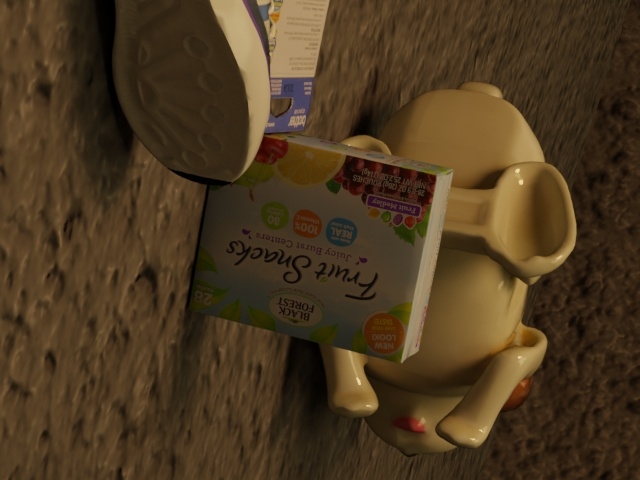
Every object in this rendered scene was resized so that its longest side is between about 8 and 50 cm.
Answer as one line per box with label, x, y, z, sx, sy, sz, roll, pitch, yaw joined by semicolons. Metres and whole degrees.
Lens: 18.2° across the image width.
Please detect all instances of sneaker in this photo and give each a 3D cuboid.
sneaker;-0.063;-0.227;1.522;0.236;0.130;0.323;-58;151;-38

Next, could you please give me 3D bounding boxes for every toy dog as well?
toy dog;0.117;0.058;2.218;0.395;0.284;0.408;-85;177;-49

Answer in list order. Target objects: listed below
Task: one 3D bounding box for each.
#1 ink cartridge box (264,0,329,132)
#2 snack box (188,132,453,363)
ink cartridge box;-0.035;-0.248;1.726;0.186;0.065;0.311;-16;116;-72
snack box;0.000;0.000;1.789;0.070;0.207;0.175;-22;125;-70
